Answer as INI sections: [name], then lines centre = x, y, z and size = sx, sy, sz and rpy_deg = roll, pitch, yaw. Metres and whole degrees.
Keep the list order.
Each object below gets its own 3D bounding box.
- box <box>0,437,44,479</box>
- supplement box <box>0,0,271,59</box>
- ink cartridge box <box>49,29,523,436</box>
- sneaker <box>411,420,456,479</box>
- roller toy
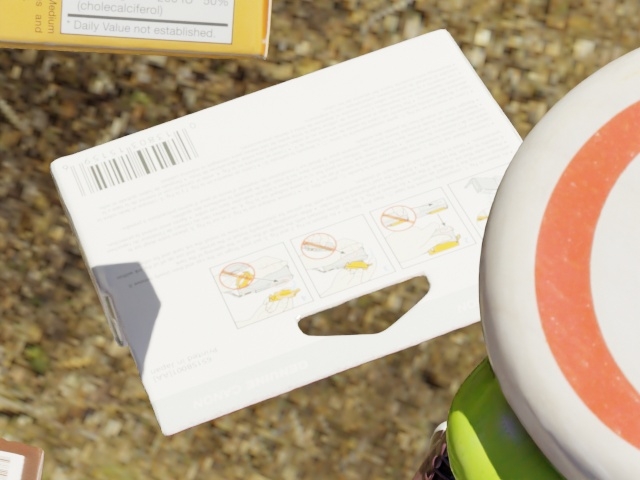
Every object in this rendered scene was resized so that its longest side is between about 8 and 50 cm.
[box]
centre = -0.328, 0.361, 1.424
size = 0.143, 0.191, 0.381
rpy_deg = 10, 101, -7
[supplement box]
centre = -0.141, -0.131, 0.852
size = 0.233, 0.078, 0.080
rpy_deg = 5, 99, -7
[ink cartridge box]
centre = 0.000, 0.000, 1.068
size = 0.275, 0.239, 0.060
rpy_deg = -20, 139, -10
[sneaker]
centre = 0.141, 0.231, 1.665
size = 0.162, 0.106, 0.281
rpy_deg = -56, 174, -26
[roller toy]
centre = 0.161, 0.030, 0.649
size = 0.146, 0.209, 0.191
rpy_deg = 58, 40, -69
